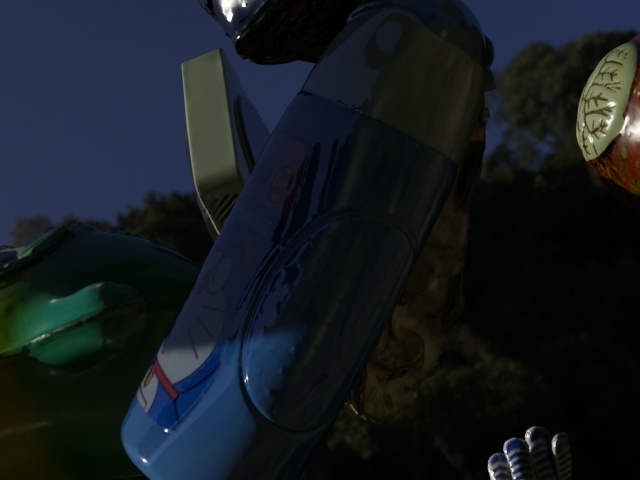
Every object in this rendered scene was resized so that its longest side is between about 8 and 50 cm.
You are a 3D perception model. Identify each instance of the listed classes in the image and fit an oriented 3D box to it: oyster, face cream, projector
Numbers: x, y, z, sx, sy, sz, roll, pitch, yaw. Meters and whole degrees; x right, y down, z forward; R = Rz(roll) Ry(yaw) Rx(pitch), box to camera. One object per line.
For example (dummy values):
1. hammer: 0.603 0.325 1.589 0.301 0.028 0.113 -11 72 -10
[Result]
1. oyster: 0.088 0.003 1.171 0.128 0.078 0.345 3 -75 -39
2. face cream: 0.000 0.000 0.621 0.083 0.149 0.264 27 -89 -22
3. projector: -0.069 -0.028 1.314 0.079 0.259 0.257 -22 -55 6

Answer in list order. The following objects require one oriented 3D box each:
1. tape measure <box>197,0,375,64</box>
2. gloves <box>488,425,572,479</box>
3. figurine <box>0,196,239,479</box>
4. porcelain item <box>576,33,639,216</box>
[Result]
1. tape measure: -0.010 -0.215 0.883 0.223 0.202 0.135 -15 -23 -42
2. gloves: 0.234 0.309 1.561 0.119 0.097 0.229 -37 -25 -52
3. figurine: -0.190 0.099 1.058 0.340 0.231 0.323 -17 -13 -4
4. porcelain item: 0.328 -0.121 1.029 0.253 0.253 0.253 -23 -34 -17
